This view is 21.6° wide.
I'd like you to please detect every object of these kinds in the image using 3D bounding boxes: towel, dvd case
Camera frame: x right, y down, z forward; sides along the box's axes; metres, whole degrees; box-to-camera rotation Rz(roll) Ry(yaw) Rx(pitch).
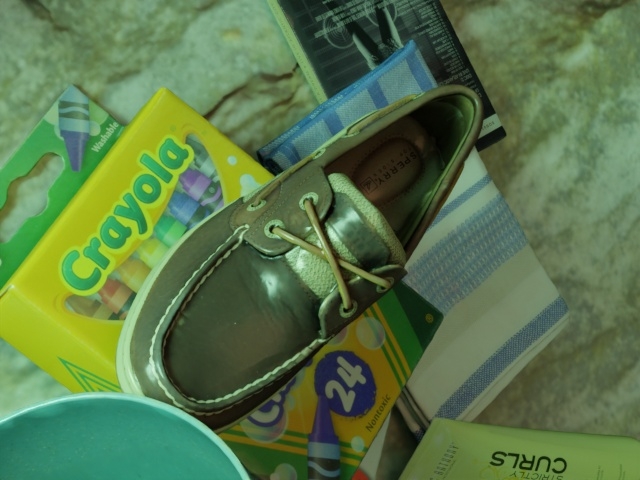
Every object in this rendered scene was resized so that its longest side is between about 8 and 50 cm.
[{"bbox_3d":[0.085,0.002,1.363,0.209,0.034,0.285,-38,104,-36],"label":"towel"},{"bbox_3d":[0.053,-0.155,1.415,0.164,0.018,0.221,-30,94,-37],"label":"dvd case"}]

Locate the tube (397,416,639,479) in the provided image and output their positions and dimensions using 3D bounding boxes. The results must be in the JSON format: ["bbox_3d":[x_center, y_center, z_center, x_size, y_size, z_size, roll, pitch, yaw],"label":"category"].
[{"bbox_3d":[0.164,0.186,1.356,0.240,0.062,0.070,9,80,-34],"label":"tube"}]

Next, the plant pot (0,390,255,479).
[{"bbox_3d":[-0.123,0.266,1.032,0.195,0.290,0.290,53,46,-51],"label":"plant pot"}]

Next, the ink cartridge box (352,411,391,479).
[{"bbox_3d":[-0.040,0.156,1.240,0.179,0.045,0.145,30,60,-27],"label":"ink cartridge box"}]

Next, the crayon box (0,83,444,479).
[{"bbox_3d":[-0.091,0.040,1.190,0.323,0.083,0.203,39,57,-9],"label":"crayon box"}]

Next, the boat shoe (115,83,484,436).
[{"bbox_3d":[0.000,0.000,1.129,0.123,0.123,0.342,51,54,-2],"label":"boat shoe"}]
